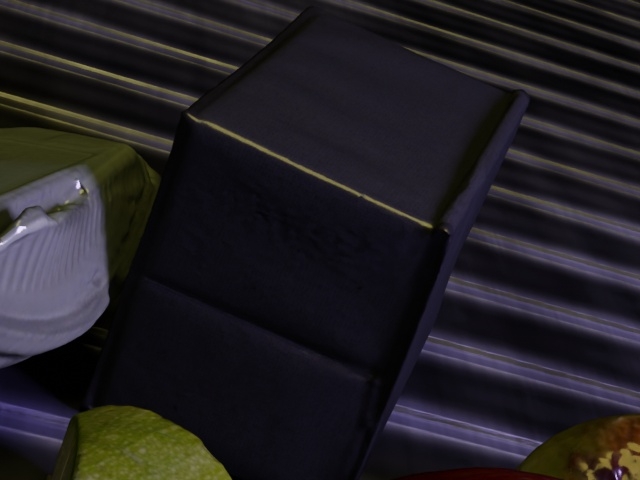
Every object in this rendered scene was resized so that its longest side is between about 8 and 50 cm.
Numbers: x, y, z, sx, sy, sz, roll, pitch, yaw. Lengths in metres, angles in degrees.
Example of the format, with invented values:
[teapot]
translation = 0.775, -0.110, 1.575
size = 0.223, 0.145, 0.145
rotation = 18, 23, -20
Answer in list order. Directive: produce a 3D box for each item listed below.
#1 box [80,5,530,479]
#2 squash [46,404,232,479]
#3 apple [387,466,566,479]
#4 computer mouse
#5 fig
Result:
[box]
translation = 0.001, 0.001, 1.224
size = 0.204, 0.251, 0.345
rotation = 24, 24, 6
[squash]
translation = -0.153, 0.183, 0.918
size = 0.169, 0.093, 0.252
rotation = 32, 26, 19
[apple]
translation = 0.087, 0.250, 0.754
size = 0.317, 0.288, 0.288
rotation = 28, 20, -25
[computer mouse]
translation = -0.252, 0.012, 1.109
size = 0.228, 0.145, 0.429
rotation = 1, 14, 14
[fig]
translation = 0.211, 0.207, 1.085
size = 0.181, 0.181, 0.191
rotation = 33, 0, 24
